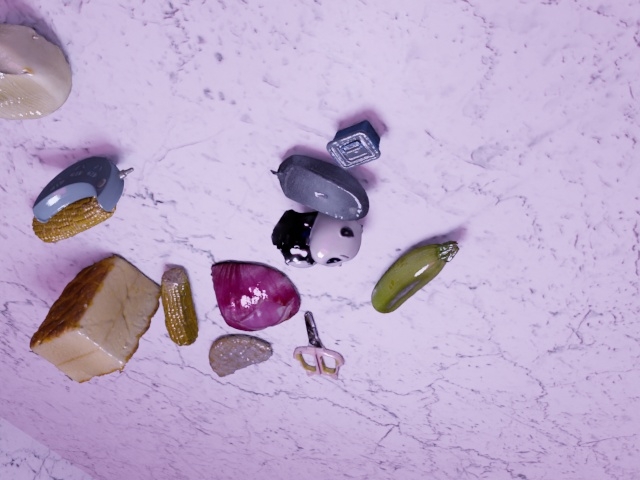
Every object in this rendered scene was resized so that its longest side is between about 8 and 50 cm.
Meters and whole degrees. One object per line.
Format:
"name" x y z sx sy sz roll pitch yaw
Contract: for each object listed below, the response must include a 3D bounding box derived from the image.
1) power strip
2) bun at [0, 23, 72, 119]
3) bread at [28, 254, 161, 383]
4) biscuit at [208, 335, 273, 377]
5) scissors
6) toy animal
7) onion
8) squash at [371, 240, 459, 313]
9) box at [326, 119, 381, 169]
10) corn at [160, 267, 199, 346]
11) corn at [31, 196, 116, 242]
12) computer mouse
"power strip" -0.541 -0.124 1.546 0.253 0.168 0.054 -9 139 24
"bun" -0.625 -0.349 1.358 0.229 0.145 0.229 -9 163 -3
"bread" -0.625 0.220 1.877 0.279 0.279 0.207 -23 124 41
"biscuit" -0.266 0.346 2.064 0.289 0.038 0.141 -27 121 38
"scissors" -0.016 0.310 1.940 0.160 0.024 0.318 5 137 16
"toy animal" 0.000 0.000 1.489 0.179 0.166 0.138 4 101 17
"onion" -0.184 0.175 1.792 0.247 0.111 0.250 4 136 19
"squash" 0.207 0.080 1.555 0.094 0.094 0.341 28 141 -11
"box" 0.070 -0.193 1.326 0.099 0.054 0.074 -16 130 34
"corn" -0.405 0.199 1.918 0.097 0.097 0.320 12 137 8
"corn" -0.626 -0.060 1.702 0.293 0.106 0.106 -14 130 34
"computer mouse" 0.004 -0.117 1.427 0.229 0.068 0.113 25 133 7
